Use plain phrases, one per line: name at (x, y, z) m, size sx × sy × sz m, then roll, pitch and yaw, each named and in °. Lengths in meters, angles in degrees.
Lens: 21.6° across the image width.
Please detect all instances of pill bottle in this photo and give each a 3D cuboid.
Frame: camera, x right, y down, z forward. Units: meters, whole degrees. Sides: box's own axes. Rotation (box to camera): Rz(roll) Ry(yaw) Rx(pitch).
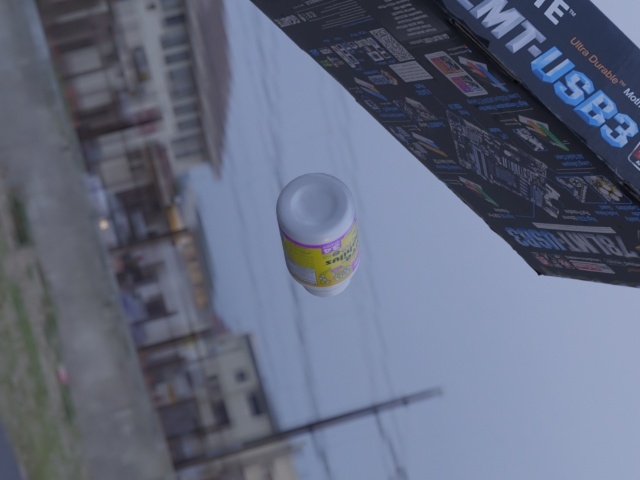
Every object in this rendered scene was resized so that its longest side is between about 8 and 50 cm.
pill bottle at (0.000, 0.000, 0.937) m, size 0.083 × 0.043 × 0.043 m, roll 81°, pitch -8°, yaw -62°

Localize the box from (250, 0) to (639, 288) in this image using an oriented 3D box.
box at (0.113, -0.086, 1.032) m, size 0.293 × 0.073 × 0.295 m, roll 40°, pitch -8°, yaw -13°
